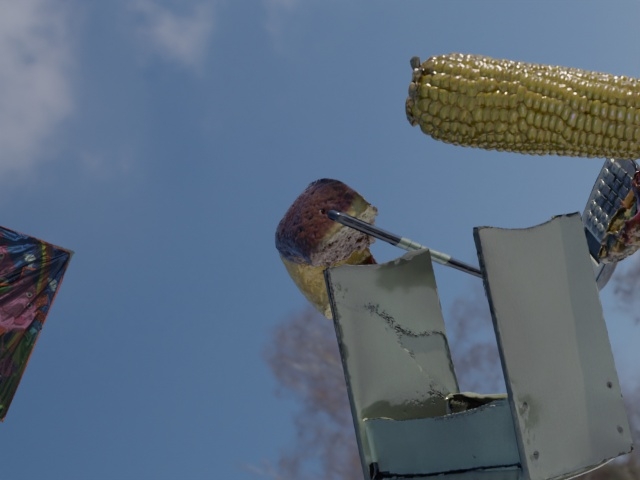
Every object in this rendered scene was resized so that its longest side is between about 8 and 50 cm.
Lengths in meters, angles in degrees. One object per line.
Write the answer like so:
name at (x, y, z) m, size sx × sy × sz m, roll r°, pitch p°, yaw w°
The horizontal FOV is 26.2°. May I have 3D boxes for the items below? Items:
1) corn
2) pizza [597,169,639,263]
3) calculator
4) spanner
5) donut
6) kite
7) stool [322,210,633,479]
corn at (0.241, -0.139, 1.482) m, size 0.106 × 0.305 × 0.106 m, roll 10°, pitch -90°, yaw -71°
pizza at (0.394, -0.060, 1.585) m, size 0.201 × 0.053 × 0.193 m, roll -56°, pitch 8°, yaw -2°
calculator at (0.525, -0.044, 2.525) m, size 0.177 × 0.040 × 0.268 m, roll -109°, pitch 30°, yaw -65°
spanner at (0.156, 0.023, 1.704) m, size 0.087 × 0.315 × 0.024 m, roll -128°, pitch 59°, yaw -83°
donut at (0.000, 0.000, 1.877) m, size 0.112 × 0.151 × 0.295 m, roll -40°, pitch -23°, yaw -15°
kite at (-0.421, 0.066, 1.785) m, size 0.234 × 0.321 × 0.016 m, roll -23°, pitch 1°, yaw 3°
stool at (0.163, 0.128, 1.467) m, size 0.170 × 0.243 × 0.270 m, roll -8°, pitch -96°, yaw -41°
